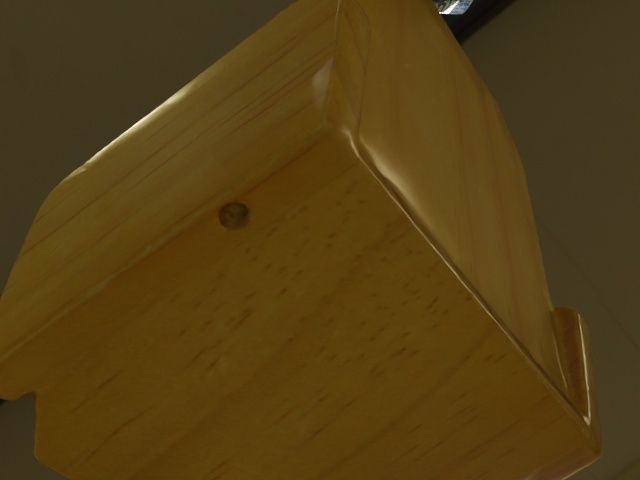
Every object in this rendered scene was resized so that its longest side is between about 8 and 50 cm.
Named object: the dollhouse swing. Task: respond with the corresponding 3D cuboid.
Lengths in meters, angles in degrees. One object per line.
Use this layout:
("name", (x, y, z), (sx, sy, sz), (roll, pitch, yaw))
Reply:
("dollhouse swing", (0.000, 0.000, 0.599), (0.315, 0.347, 0.305), (-34, -141, 14))

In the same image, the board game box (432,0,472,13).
("board game box", (0.078, -0.267, 0.631), (0.194, 0.194, 0.060), (10, -129, -21))
